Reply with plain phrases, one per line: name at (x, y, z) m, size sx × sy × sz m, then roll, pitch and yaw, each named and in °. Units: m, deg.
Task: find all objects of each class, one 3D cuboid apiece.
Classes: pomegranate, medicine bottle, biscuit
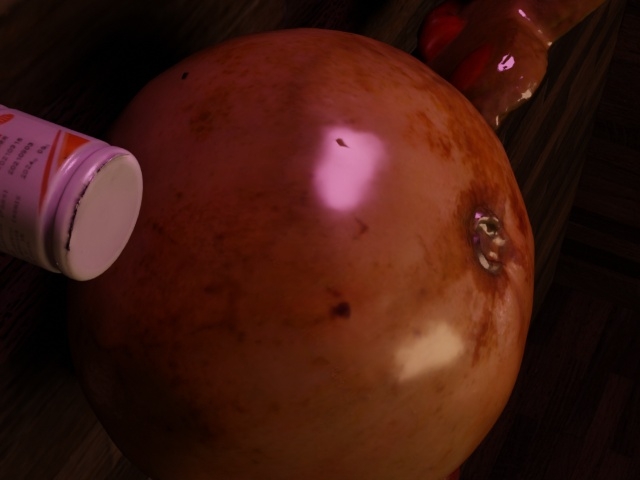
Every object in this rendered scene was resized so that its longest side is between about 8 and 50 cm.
pomegranate at (-0.026, 0.025, 0.590) m, size 0.229 × 0.270 × 0.252 m, roll 18°, pitch 60°, yaw -49°
medicine bottle at (-0.123, -0.023, 0.451) m, size 0.057 × 0.089 × 0.057 m, roll -57°, pitch 159°, yaw -35°
biscuit at (0.131, -0.173, 0.815) m, size 0.432 × 0.064 × 0.283 m, roll -40°, pitch -164°, yaw 24°

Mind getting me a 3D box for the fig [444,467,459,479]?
fig at (-0.003, 0.172, 0.970) m, size 0.250 × 0.186 × 0.203 m, roll 0°, pitch 91°, yaw -29°
